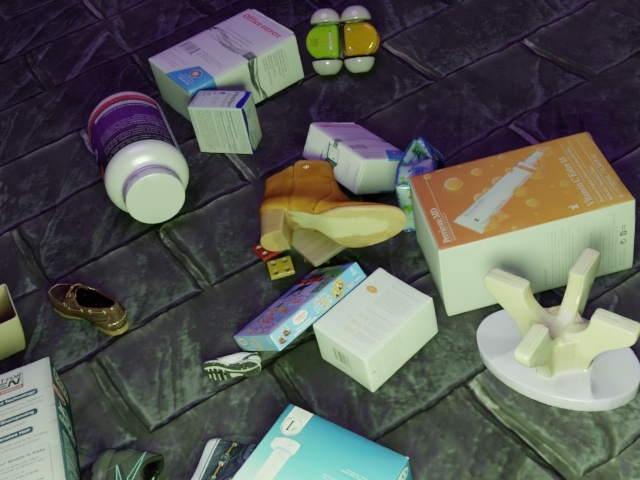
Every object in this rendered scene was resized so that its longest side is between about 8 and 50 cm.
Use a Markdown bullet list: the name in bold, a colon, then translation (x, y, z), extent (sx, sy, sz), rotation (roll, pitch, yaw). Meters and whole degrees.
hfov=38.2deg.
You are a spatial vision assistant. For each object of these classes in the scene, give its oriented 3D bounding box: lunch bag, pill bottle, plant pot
- **lunch bag**: translation (0.199, -0.111, 1.818), extent (0.096, 0.129, 0.151), rotation (-3, 41, 10)
- **pill bottle**: translation (-0.395, -0.179, 2.014), extent (0.181, 0.182, 0.323), rotation (-21, 42, -8)
- **plant pot**: translation (-0.621, 0.168, 1.760), extent (0.109, 0.096, 0.109), rotation (-27, 43, -13)

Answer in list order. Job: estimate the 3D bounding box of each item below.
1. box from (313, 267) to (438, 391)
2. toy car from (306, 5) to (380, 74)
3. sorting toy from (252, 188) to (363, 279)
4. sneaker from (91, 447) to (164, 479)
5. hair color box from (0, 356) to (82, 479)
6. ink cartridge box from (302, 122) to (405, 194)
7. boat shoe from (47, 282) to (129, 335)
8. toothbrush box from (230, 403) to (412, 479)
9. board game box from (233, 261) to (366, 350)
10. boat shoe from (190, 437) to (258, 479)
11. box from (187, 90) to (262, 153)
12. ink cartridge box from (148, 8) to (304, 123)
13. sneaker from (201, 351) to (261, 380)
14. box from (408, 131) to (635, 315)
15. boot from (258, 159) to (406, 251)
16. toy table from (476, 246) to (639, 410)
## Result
- **box**: translation (0.096, 0.151, 1.588), extent (0.170, 0.091, 0.130), rotation (-38, 46, -24)
- **toy car**: translation (0.059, -0.492, 2.281), extent (0.181, 0.159, 0.136), rotation (-2, 8, 13)
- **sorting toy**: translation (0.000, 0.000, 1.813), extent (0.274, 0.046, 0.132), rotation (-32, 45, -20)
- **sneaker**: translation (-0.304, 0.423, 1.394), extent (0.106, 0.101, 0.267), rotation (-5, 43, 6)
- **hair color box**: translation (-0.487, 0.368, 1.499), extent (0.173, 0.105, 0.347), rotation (-20, 42, -7)
- **ink cartridge box**: translation (0.076, -0.173, 1.917), extent (0.139, 0.082, 0.190), rotation (-5, 30, -39)
- **boat shoe**: translation (-0.455, 0.116, 1.792), extent (0.206, 0.073, 0.073), rotation (15, 50, 30)
- **toothbrush box**: translation (-0.031, 0.411, 1.312), extent (0.216, 0.126, 0.295), rotation (18, 50, 30)
- **board game box**: translation (-0.038, 0.119, 1.639), extent (0.211, 0.039, 0.160), rotation (-40, 13, -26)
- **boat shoe**: translation (-0.154, 0.383, 1.421), extent (0.083, 0.065, 0.183), rotation (0, 42, 17)
- **box**: translation (-0.216, -0.271, 2.108), extent (0.137, 0.126, 0.072), rotation (5, 43, 19)
- **ink cartridge box**: translation (-0.230, -0.425, 2.278), extent (0.307, 0.129, 0.223), rotation (-32, 44, -19)
- **sneaker**: translation (-0.155, 0.220, 1.629), extent (0.109, 0.040, 0.044), rotation (-3, 26, 7)
- **box**: translation (0.356, -0.033, 1.661), extent (0.345, 0.168, 0.215), rotation (-15, 42, -1)
- **boot**: translation (0.020, -0.085, 1.788), extent (0.294, 0.104, 0.211), rotation (-8, 42, 13)
- **toy table**: translation (0.375, 0.145, 1.469), extent (0.274, 0.161, 0.252), rotation (11, 48, 24)
